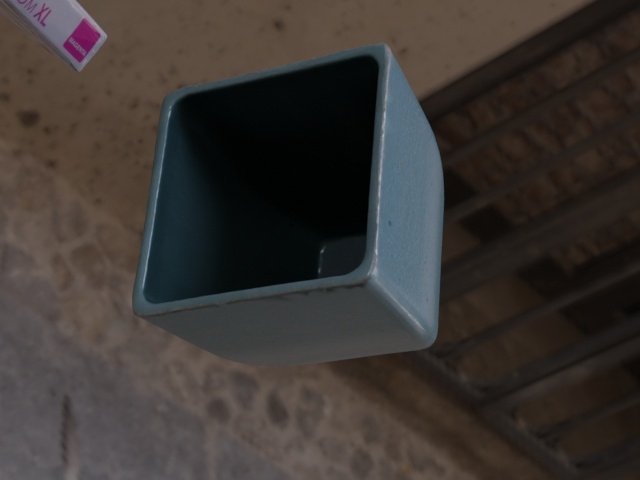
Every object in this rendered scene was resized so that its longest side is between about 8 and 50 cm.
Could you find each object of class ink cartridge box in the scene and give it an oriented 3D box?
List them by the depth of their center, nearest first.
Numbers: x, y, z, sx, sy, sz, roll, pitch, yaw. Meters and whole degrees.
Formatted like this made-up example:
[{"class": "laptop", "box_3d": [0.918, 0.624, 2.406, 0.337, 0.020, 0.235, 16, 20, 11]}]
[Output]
[{"class": "ink cartridge box", "box_3d": [-0.373, -0.309, 1.617, 0.311, 0.065, 0.186, 36, -6, 30]}]

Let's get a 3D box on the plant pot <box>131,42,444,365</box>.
[{"class": "plant pot", "box_3d": [0.000, 0.000, 1.497, 0.252, 0.247, 0.247, 46, 42, -50]}]
